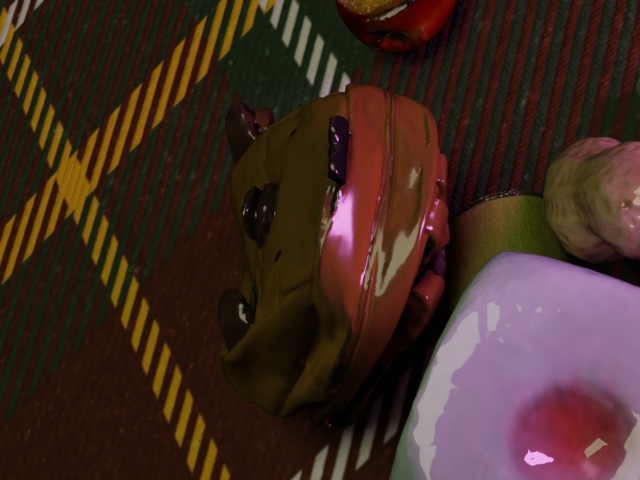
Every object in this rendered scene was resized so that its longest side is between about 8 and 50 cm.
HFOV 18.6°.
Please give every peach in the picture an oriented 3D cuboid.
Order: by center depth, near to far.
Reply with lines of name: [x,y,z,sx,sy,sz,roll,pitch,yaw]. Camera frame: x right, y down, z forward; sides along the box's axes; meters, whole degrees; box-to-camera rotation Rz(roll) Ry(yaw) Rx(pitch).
peach: [0.100,-0.287,2.223,0.127,0.092,0.172,5,58,39]

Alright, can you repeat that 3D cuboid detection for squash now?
squash: [0.193,0.085,1.887,0.132,0.132,0.247,-25,52,30]

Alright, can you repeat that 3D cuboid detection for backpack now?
backpack: [0.006,-0.001,1.988,0.378,0.201,0.353,123,154,-54]

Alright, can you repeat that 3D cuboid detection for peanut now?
peanut: [0.277,-0.032,1.806,0.123,0.123,0.257,-55,11,2]

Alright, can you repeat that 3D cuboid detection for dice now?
dice: [0.219,0.178,1.647,0.264,0.262,0.268,21,83,13]

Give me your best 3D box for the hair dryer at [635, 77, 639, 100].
hair dryer: [0.317,-0.088,1.939,0.154,0.054,0.106,-50,38,13]
